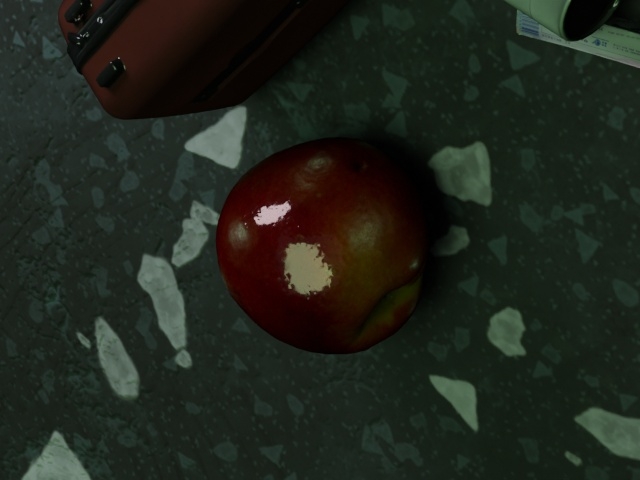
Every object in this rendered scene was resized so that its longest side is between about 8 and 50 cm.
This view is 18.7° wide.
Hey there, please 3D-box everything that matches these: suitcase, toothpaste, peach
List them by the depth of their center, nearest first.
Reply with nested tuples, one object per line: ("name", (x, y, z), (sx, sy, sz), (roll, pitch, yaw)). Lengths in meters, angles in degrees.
("toothpaste", (0.281, -0.192, 1.859), (0.196, 0.047, 0.040), (20, 116, 29))
("suitcase", (-0.108, -0.260, 2.005), (0.297, 0.236, 0.161), (-42, 70, 40))
("peach", (0.000, 0.000, 2.051), (0.243, 0.199, 0.243), (7, 102, 36))

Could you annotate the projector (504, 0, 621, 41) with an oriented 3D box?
("projector", (0.138, -0.316, 1.862), (0.337, 0.108, 0.108), (37, 126, 25))
